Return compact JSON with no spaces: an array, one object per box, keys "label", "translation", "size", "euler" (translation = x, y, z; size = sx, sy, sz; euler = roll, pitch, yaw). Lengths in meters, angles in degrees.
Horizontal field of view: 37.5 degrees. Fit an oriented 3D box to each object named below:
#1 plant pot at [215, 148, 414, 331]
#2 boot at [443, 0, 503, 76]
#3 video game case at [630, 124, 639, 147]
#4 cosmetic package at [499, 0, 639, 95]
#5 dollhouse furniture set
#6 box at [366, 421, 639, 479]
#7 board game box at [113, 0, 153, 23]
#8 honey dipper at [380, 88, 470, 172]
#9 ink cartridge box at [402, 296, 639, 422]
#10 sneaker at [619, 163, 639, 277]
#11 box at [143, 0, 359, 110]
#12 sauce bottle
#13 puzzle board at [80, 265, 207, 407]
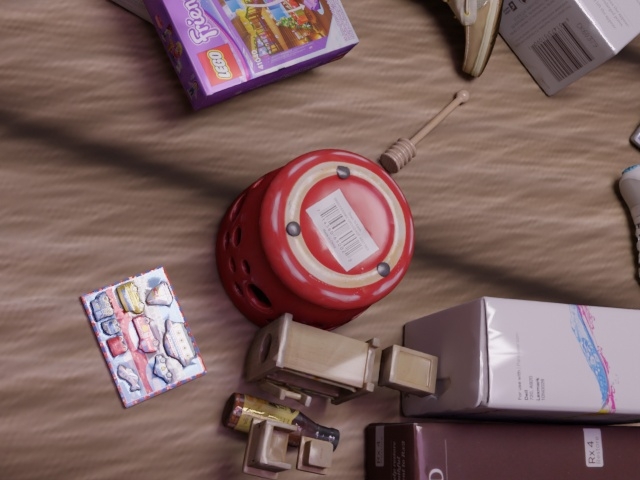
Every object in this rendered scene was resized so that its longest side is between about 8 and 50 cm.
[{"label":"plant pot","translation":[0.000,0.000,1.017],"size":[0.191,0.174,0.191],"euler":[6,75,-22]},{"label":"boot","translation":[0.149,-0.319,1.189],"size":[0.165,0.077,0.213],"euler":[8,117,11]},{"label":"video game case","translation":[0.560,-0.153,1.299],"size":[0.201,0.023,0.183],"euler":[36,97,-9]},{"label":"cosmetic package","translation":[0.350,-0.318,1.233],"size":[0.183,0.151,0.151],"euler":[-40,93,-25]},{"label":"dollhouse furniture set","translation":[0.013,0.186,0.999],"size":[0.181,0.101,0.161],"euler":[18,65,-19]},{"label":"box","translation":[0.249,0.301,1.060],"size":[0.381,0.143,0.191],"euler":[4,77,-18]},{"label":"board game box","translation":[-0.139,-0.389,1.117],"size":[0.193,0.053,0.305],"euler":[28,69,-14]},{"label":"honey dipper","translation":[0.135,-0.143,1.178],"size":[0.030,0.030,0.160],"euler":[48,65,-5]},{"label":"ink cartridge box","translation":[0.256,0.143,1.062],"size":[0.278,0.201,0.117],"euler":[6,75,-19]},{"label":"sneaker","translation":[0.457,0.006,1.235],"size":[0.092,0.087,0.229],"euler":[-30,87,-22]},{"label":"box","translation":[-0.108,-0.313,1.051],"size":[0.200,0.057,0.293],"euler":[-24,88,-25]},{"label":"sauce bottle","translation":[-0.041,0.201,1.026],"size":[0.128,0.042,0.042],"euler":[21,71,-18]},{"label":"puzzle board","translation":[-0.187,0.101,1.009],"size":[0.096,0.011,0.128],"euler":[-21,86,-23]}]
